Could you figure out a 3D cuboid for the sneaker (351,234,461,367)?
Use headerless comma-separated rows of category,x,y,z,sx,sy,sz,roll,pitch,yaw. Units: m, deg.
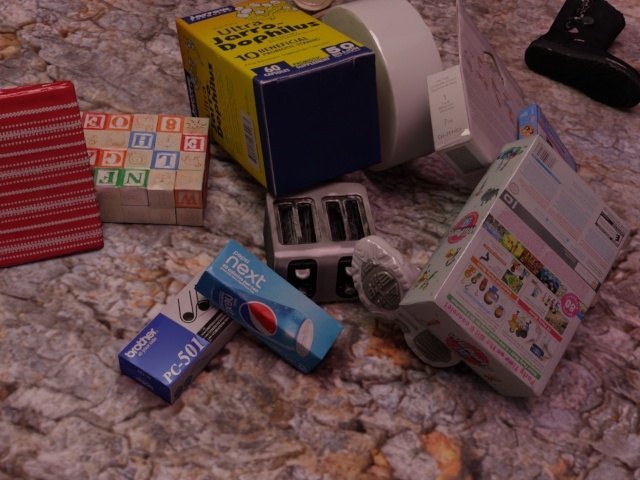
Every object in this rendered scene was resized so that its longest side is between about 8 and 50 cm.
sneaker,0.134,0.077,1.481,0.232,0.090,0.115,51,36,-13

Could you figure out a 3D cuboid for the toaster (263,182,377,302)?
toaster,0.000,0.000,1.551,0.168,0.110,0.185,-3,50,-8

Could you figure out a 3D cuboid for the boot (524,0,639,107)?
boot,0.543,-0.374,1.922,0.246,0.094,0.207,27,56,25

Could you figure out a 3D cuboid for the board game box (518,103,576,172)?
board game box,0.377,-0.098,1.643,0.039,0.160,0.211,-20,41,30

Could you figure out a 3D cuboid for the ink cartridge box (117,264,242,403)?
ink cartridge box,-0.191,0.133,1.463,0.097,0.046,0.207,29,53,19

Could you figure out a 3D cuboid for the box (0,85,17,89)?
box,-0.617,-0.118,1.524,0.322,0.232,0.058,-1,21,-5

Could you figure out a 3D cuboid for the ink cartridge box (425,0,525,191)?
ink cartridge box,0.261,-0.196,1.603,0.066,0.296,0.261,-17,59,26

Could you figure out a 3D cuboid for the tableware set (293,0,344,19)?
tableware set,0.026,-0.515,2.037,0.194,0.039,0.128,-28,69,-18

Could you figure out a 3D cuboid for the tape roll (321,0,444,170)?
tape roll,0.099,-0.263,1.671,0.100,0.286,0.286,-20,54,-20

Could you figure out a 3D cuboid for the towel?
towel,-0.447,-0.099,1.508,0.199,0.275,0.031,-11,25,-13

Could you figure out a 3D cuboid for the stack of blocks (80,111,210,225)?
stack of blocks,-0.335,-0.120,1.638,0.297,0.087,0.171,3,49,-2

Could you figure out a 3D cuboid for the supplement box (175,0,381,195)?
supplement box,-0.075,-0.248,1.629,0.194,0.195,0.356,-19,34,-21

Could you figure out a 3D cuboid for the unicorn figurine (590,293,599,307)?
unicorn figurine,0.367,0.070,1.553,0.162,0.060,0.111,6,60,-7

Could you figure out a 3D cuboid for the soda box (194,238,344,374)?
soda box,-0.074,0.097,1.446,0.210,0.067,0.071,37,55,0

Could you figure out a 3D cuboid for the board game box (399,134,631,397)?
board game box,0.286,0.037,1.432,0.224,0.097,0.303,42,68,-17
